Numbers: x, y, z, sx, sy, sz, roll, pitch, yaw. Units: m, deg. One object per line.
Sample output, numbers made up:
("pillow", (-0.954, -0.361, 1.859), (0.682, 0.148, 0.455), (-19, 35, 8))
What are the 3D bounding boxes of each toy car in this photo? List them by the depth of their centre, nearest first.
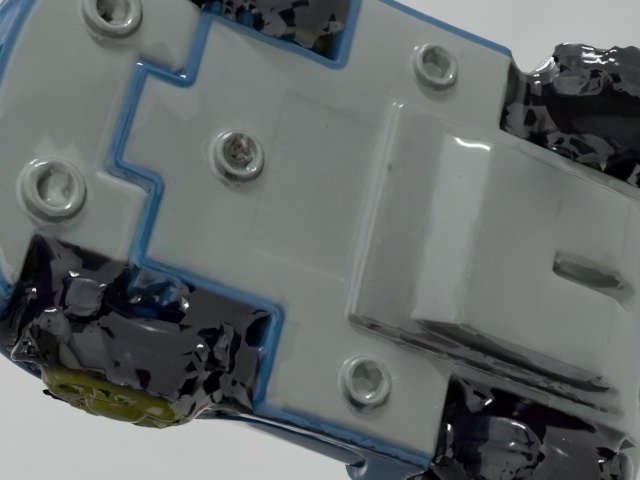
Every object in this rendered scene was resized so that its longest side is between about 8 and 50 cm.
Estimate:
("toy car", (0.000, 0.000, 0.523), (0.314, 0.198, 0.166), (19, -21, -19))
